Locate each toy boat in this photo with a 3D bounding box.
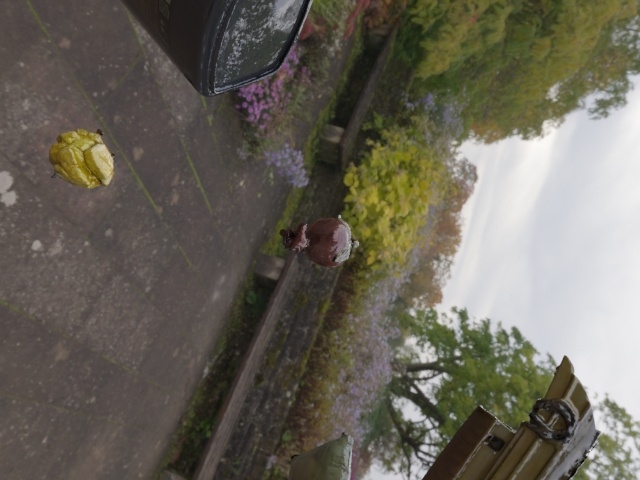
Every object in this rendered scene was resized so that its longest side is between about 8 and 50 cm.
[{"bbox_3d":[0.288,0.381,0.704,0.445,0.162,0.136,-48,143,-5],"label":"toy boat"}]

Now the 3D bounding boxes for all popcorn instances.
[{"bbox_3d":[-0.558,-0.189,1.010,0.152,0.167,0.148,-54,127,-17],"label":"popcorn"}]

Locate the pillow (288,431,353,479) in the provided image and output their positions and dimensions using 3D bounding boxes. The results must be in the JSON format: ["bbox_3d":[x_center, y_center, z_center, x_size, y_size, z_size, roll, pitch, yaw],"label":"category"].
[{"bbox_3d":[-0.018,0.523,0.796,0.185,0.075,0.303,-36,-155,31],"label":"pillow"}]

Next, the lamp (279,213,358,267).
[{"bbox_3d":[0.005,0.011,1.278,0.215,0.223,0.151,90,-15,-84],"label":"lamp"}]

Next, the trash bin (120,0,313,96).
[{"bbox_3d":[-0.148,-0.331,0.471,0.182,0.290,0.209,-34,175,-34],"label":"trash bin"}]
